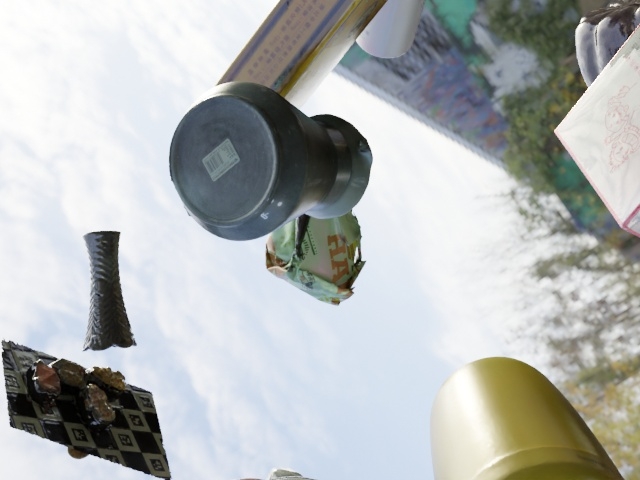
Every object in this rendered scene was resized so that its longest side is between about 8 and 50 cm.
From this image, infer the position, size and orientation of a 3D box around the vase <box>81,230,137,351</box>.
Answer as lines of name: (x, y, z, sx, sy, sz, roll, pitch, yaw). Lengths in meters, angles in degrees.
vase: (-0.434, 0.101, 1.977, 0.115, 0.115, 0.237, 3, -98, -67)

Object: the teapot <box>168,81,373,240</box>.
teapot: (-0.061, -0.080, 1.124, 0.225, 0.203, 0.171, -3, -113, -61)

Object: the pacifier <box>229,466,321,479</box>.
pacifier: (-0.057, 0.437, 1.392, 0.332, 0.220, 0.273, 23, 166, -12)

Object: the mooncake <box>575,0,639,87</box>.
mooncake: (0.687, -0.443, 2.067, 0.306, 0.306, 0.154, -64, -48, -69)

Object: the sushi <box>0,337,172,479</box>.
sushi: (-0.326, 0.228, 1.417, 0.279, 0.043, 0.192, 30, -159, -36)

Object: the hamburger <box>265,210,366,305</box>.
hamburger: (0.002, -0.003, 1.869, 0.214, 0.125, 0.235, 28, -121, -48)

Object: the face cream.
face cream: (0.120, -0.412, 1.403, 0.345, 0.102, 0.102, 101, 147, -57)

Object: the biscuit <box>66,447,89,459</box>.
biscuit: (-0.466, 0.338, 1.931, 0.236, 0.039, 0.180, 22, -116, -6)

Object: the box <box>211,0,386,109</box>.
box: (0.004, -0.287, 1.263, 0.084, 0.301, 0.193, 42, -155, 1)

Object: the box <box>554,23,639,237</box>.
box: (0.614, -0.158, 1.548, 0.300, 0.312, 0.314, 23, -151, -25)

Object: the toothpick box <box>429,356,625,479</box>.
toothpick box: (0.196, 0.230, 0.977, 0.175, 0.175, 0.271, 48, -169, -17)
